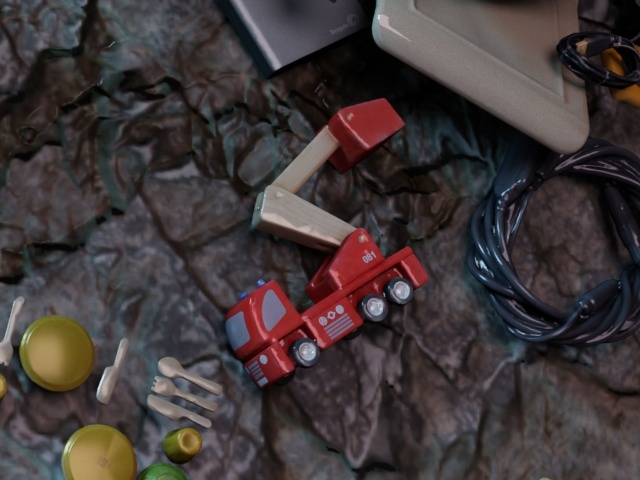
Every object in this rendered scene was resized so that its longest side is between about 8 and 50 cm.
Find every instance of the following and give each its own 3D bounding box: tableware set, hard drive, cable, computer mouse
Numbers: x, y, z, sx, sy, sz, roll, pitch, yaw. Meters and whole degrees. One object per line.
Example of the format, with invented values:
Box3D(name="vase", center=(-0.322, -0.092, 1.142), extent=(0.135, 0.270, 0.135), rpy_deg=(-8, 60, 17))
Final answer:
Box3D(name="tableware set", center=(-0.140, 0.108, 1.109), extent=(0.154, 0.024, 0.104), rpy_deg=(25, 64, -18))
Box3D(name="hard drive", center=(-0.035, -0.189, 1.278), extent=(0.094, 0.022, 0.135), rpy_deg=(-29, 85, -33))
Box3D(name="cable", center=(0.181, 0.005, 1.303), extent=(0.150, 0.047, 0.184), rpy_deg=(34, 56, -17))
Box3D(name="computer mouse", center=(0.248, -0.165, 1.358), extent=(0.071, 0.041, 0.242), rpy_deg=(50, 38, 7))

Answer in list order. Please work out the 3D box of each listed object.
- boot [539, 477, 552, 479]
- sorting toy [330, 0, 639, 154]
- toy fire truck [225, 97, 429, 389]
Box3D(name="boot", center=(0.075, 0.247, 1.129), extent=(0.269, 0.089, 0.236), rpy_deg=(-45, 104, -33))
Box3D(name="sorting toy", center=(0.112, -0.159, 1.304), extent=(0.347, 0.047, 0.196), rpy_deg=(28, 41, -19))
Box3D(name="toy fire truck", center=(0.000, 0.000, 1.206), extent=(0.192, 0.047, 0.135), rpy_deg=(-31, 86, -32))
